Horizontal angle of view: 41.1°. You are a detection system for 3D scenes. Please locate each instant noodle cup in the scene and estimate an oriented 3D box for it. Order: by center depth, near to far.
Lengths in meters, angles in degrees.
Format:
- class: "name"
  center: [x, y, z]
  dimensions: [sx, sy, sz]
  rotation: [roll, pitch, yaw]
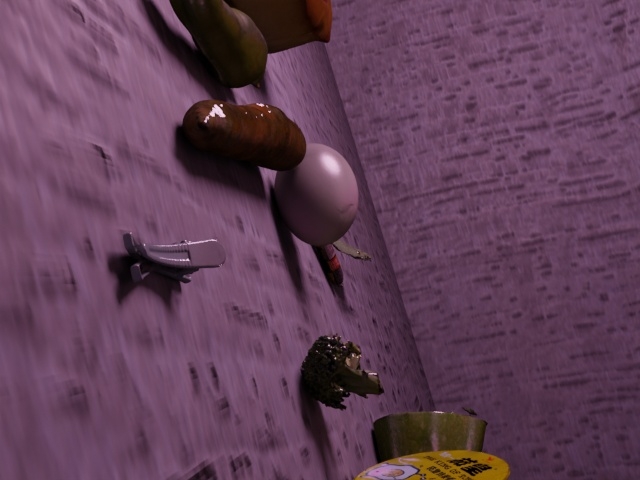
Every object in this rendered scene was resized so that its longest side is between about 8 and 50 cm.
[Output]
- class: "instant noodle cup"
  center: [0.133, 0.335, 0.969]
  dimensions: [0.182, 0.182, 0.144]
  rotation: [-22, 105, -82]

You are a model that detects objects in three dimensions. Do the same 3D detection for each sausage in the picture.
- class: "sausage"
  center: [0.000, 0.000, 1.249]
  dimensions: [0.028, 0.025, 0.198]
  rotation: [-72, 149, -41]

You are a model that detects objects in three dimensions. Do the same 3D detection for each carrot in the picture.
- class: "carrot"
  center: [-0.073, -0.110, 0.862]
  dimensions: [0.342, 0.070, 0.070]
  rotation: [-10, 83, -79]

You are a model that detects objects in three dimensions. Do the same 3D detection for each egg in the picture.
- class: "egg"
  center: [-0.005, -0.057, 1.055]
  dimensions: [0.103, 0.103, 0.135]
  rotation: [58, 17, -60]

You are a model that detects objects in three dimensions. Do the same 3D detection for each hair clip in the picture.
- class: "hair clip"
  center: [-0.095, 0.009, 0.550]
  dimensions: [0.115, 0.039, 0.030]
  rotation: [3, 64, -79]

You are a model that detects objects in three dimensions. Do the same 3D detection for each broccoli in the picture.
- class: "broccoli"
  center: [0.024, 0.138, 0.902]
  dimensions: [0.095, 0.091, 0.097]
  rotation: [-45, 136, -67]

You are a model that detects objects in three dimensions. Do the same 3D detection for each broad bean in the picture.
- class: "broad bean"
  center: [-0.102, -0.215, 0.865]
  dimensions: [0.325, 0.067, 0.075]
  rotation: [46, 19, -77]

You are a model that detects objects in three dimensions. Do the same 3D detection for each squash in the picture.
- class: "squash"
  center: [0.160, 0.311, 1.238]
  dimensions: [0.170, 0.170, 0.123]
  rotation: [60, 28, -58]

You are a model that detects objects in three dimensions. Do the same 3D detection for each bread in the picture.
- class: "bread"
  center: [-0.067, -0.388, 1.173]
  dimensions: [0.270, 0.148, 0.270]
  rotation: [-18, 90, -81]

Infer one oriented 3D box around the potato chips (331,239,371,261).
- class: "potato chips"
  center: [0.014, -0.045, 1.337]
  dimensions: [0.167, 0.059, 0.228]
  rotation: [-105, 169, -62]
